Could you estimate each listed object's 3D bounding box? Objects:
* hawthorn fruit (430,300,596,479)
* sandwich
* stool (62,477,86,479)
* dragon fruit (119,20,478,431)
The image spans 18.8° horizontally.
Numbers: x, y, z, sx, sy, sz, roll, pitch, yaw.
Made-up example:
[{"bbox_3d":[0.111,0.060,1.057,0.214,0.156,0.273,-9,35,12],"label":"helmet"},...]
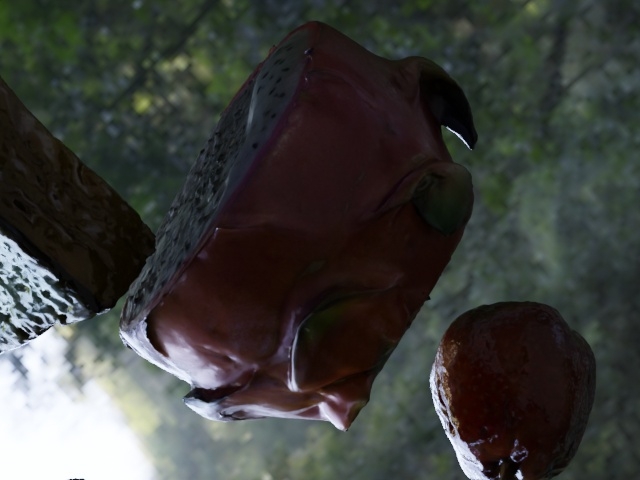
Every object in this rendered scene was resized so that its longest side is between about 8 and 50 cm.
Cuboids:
[{"bbox_3d":[0.180,0.148,1.848,0.173,0.173,0.179,13,-100,-47],"label":"hawthorn fruit"},{"bbox_3d":[-0.281,-0.021,1.308,0.249,0.273,0.095,47,-131,-15],"label":"sandwich"},{"bbox_3d":[-0.383,0.261,1.659,0.243,0.269,0.170,41,-139,-44],"label":"stool"},{"bbox_3d":[0.000,0.000,1.335,0.189,0.290,0.290,29,-148,-9],"label":"dragon fruit"}]
